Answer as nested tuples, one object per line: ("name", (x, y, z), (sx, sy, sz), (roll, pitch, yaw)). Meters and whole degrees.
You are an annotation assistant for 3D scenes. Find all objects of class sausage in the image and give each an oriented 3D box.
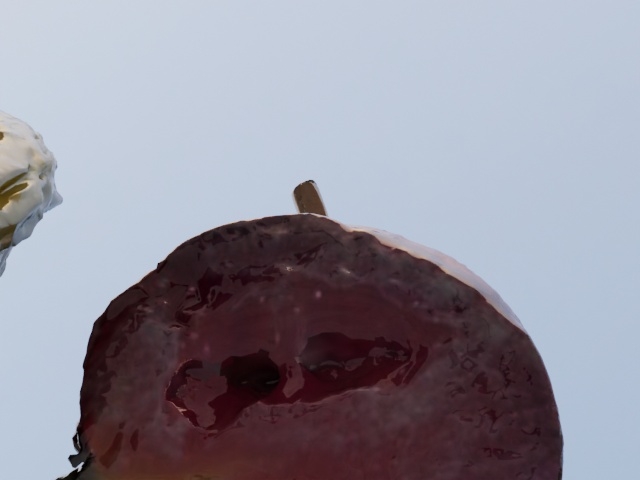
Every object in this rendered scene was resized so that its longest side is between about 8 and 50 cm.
("sausage", (0.000, 0.000, 1.575), (0.026, 0.026, 0.116), (-37, -135, 20))

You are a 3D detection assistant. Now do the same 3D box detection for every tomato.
("tomato", (-0.001, 0.168, 1.129), (0.290, 0.176, 0.335), (4, -110, 15))

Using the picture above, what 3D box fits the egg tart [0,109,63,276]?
("egg tart", (-0.357, 0.039, 1.168), (0.443, 0.443, 0.178), (1, -72, 35))
